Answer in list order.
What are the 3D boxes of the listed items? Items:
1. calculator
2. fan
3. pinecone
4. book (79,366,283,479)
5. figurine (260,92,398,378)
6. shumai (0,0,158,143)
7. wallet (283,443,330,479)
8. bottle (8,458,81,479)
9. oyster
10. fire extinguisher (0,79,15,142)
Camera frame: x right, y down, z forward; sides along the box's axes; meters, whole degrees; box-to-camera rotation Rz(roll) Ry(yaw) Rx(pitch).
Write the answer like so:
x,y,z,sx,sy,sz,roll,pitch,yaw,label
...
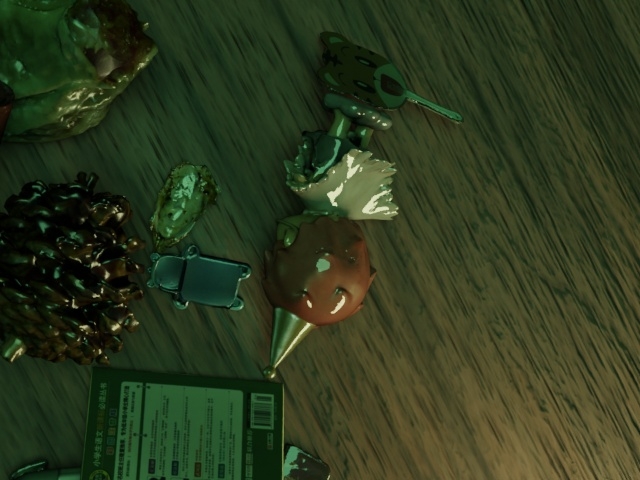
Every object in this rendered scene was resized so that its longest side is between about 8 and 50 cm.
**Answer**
x,y,z,sx,sy,sz,roll,pitch,yaw,label
-0.168,0.052,1.674,0.141,0.019,0.094,12,102,-12,calculator
0.098,-0.212,1.684,0.226,0.152,0.008,23,126,-13,fan
-0.330,0.037,1.543,0.243,0.243,0.257,22,91,-8,pinecone
-0.180,0.270,1.623,0.264,0.027,0.202,6,57,-10,book
0.000,0.000,1.653,0.207,0.166,0.387,14,93,-51,figurine
-0.353,-0.243,1.556,0.260,0.222,0.225,-33,97,-4,shumai
-0.049,0.367,1.697,0.082,0.018,0.157,31,84,-8,wallet
-0.289,0.332,1.630,0.253,0.079,0.096,-4,64,-9,bottle
-0.197,-0.048,1.672,0.132,0.029,0.086,-40,89,-5,oyster
-0.473,-0.040,1.533,0.106,0.147,0.337,5,120,-34,fire extinguisher
